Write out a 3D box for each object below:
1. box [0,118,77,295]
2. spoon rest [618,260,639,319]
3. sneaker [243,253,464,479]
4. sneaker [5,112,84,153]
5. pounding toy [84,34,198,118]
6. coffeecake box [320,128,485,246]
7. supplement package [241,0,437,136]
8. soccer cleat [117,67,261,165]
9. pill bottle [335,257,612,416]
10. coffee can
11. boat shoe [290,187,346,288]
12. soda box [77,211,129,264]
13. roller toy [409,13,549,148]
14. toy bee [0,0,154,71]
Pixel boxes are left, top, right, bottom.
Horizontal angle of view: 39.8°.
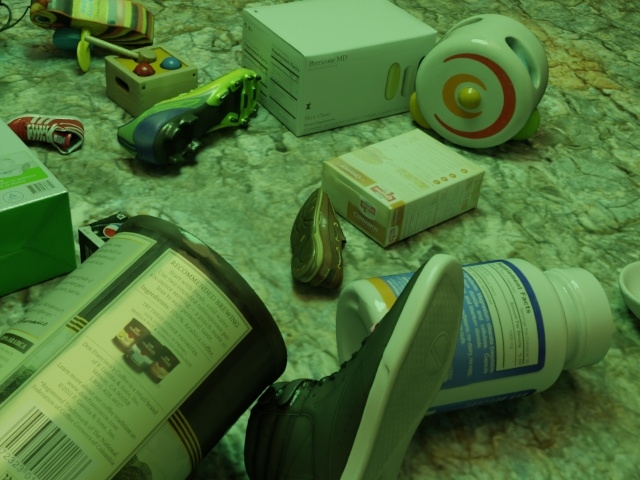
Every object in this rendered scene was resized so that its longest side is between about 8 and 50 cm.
[{"bbox_3d":[-0.467,-0.031,1.063,0.262,0.127,0.231,-22,44,-33],"label":"box"},{"bbox_3d":[0.435,0.105,1.039,0.137,0.084,0.276,6,37,0],"label":"spoon rest"},{"bbox_3d":[0.020,0.132,0.807,0.147,0.296,0.104,25,5,36],"label":"sneaker"},{"bbox_3d":[-0.410,-0.158,1.317,0.118,0.042,0.067,-7,35,-20],"label":"sneaker"},{"bbox_3d":[-0.293,-0.276,1.446,0.130,0.100,0.141,-23,45,-34],"label":"pounding toy"},{"bbox_3d":[0.115,-0.079,1.259,0.185,0.068,0.142,-22,45,-33],"label":"coffeecake box"},{"bbox_3d":[0.027,-0.307,1.495,0.262,0.145,0.204,-17,42,-27],"label":"supplement package"},{"bbox_3d":[-0.196,-0.206,1.372,0.121,0.093,0.289,18,37,25],"label":"soccer cleat"},{"bbox_3d":[0.166,0.100,0.950,0.272,0.152,0.152,-7,38,-18],"label":"pill bottle"},{"bbox_3d":[-0.191,0.140,0.749,0.201,0.201,0.275,27,57,27],"label":"coffee can"},{"bbox_3d":[0.000,0.000,1.151,0.060,0.064,0.178,29,32,-20],"label":"boat shoe"},{"bbox_3d":[-0.215,0.058,0.940,0.053,0.169,0.060,-26,46,-37],"label":"soda box"},{"bbox_3d":[0.253,-0.252,1.409,0.209,0.191,0.146,19,39,18],"label":"roller toy"},{"bbox_3d":[-0.435,-0.385,1.526,0.298,0.162,0.195,-18,86,-15],"label":"toy bee"}]
